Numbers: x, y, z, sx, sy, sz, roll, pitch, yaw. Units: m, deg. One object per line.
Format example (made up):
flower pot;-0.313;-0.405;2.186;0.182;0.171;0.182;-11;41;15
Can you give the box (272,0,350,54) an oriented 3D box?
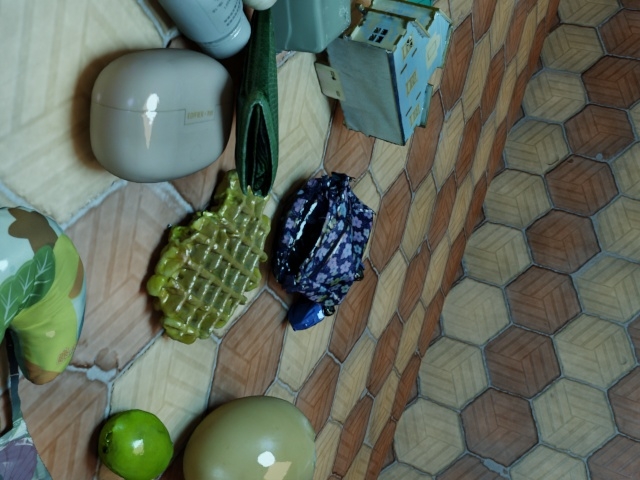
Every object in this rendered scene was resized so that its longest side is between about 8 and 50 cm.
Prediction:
box;-0.017;-0.347;0.979;0.124;0.093;0.172;-53;151;-38

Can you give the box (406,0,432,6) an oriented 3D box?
box;0.185;-0.462;1.438;0.161;0.042;0.226;-43;144;-49

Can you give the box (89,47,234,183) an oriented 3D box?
box;-0.170;-0.139;0.781;0.200;0.088;0.145;-31;133;-60

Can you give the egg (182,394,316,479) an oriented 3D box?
egg;-0.115;0.352;1.136;0.244;0.201;0.201;16;91;-54

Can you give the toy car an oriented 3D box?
toy car;0.006;0.099;1.381;0.063;0.103;0.216;57;43;-11

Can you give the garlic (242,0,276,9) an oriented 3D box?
garlic;-0.068;-0.362;0.830;0.124;0.099;0.174;-4;93;-60

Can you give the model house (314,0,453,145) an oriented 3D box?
model house;0.115;-0.322;1.193;0.206;0.178;0.271;-57;151;-20

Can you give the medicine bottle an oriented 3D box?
medicine bottle;-0.131;-0.267;0.788;0.080;0.080;0.130;-68;159;-12

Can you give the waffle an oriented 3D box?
waffle;-0.150;0.022;0.994;0.253;0.056;0.248;-25;129;-60

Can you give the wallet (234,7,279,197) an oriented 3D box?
wallet;-0.079;-0.188;0.889;0.160;0.055;0.236;97;-8;-49

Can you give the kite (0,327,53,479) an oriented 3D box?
kite;-0.355;0.236;0.716;0.204;0.022;0.360;-39;141;-53

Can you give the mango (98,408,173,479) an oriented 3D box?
mango;-0.238;0.280;0.951;0.091;0.074;0.165;-68;158;-17

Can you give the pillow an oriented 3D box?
pillow;-0.298;0.082;0.637;0.233;0.086;0.214;-60;155;-49

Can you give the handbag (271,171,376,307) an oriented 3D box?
handbag;0.000;0.000;1.236;0.208;0.127;0.228;41;69;-59
